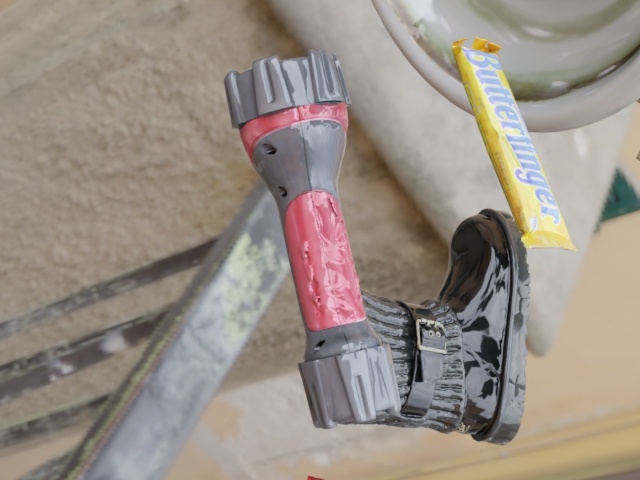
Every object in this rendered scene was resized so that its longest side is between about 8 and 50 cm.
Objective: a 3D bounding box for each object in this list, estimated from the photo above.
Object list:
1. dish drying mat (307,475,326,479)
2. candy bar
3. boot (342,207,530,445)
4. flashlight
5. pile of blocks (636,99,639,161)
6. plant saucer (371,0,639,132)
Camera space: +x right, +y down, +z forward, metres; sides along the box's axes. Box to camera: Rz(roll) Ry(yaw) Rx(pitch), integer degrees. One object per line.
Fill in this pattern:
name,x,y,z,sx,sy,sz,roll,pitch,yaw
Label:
dish drying mat,-0.001,0.263,1.313,0.008,0.032,0.083,-7,102,-44
candy bar,0.120,-0.063,0.895,0.040,0.018,0.161,-1,62,-32
boot,0.131,0.089,1.816,0.260,0.131,0.348,13,57,-15
flashlight,0.000,0.000,1.160,0.103,0.103,0.304,-7,82,-49
pile of blocks,0.452,-0.225,1.709,0.149,0.113,0.362,-26,114,-21
plant saucer,0.161,-0.279,0.974,0.101,0.400,0.400,-14,85,-33
